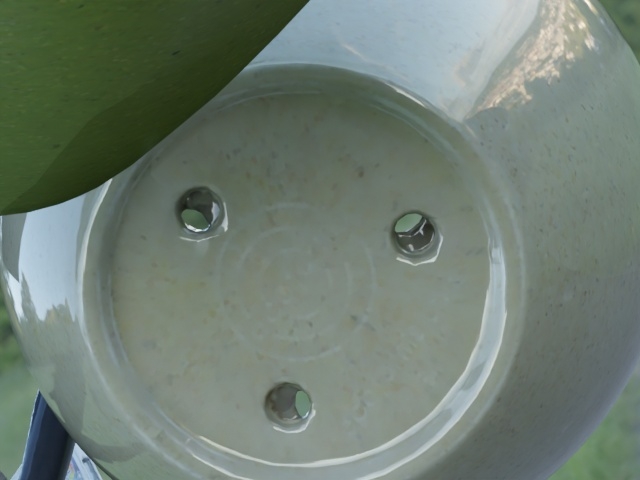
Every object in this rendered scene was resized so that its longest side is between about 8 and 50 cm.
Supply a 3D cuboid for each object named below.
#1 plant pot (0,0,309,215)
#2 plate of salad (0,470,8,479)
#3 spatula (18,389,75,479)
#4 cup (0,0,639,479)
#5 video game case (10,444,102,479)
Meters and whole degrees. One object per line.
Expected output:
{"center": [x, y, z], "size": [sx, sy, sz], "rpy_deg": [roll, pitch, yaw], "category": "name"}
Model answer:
{"center": [-0.081, -0.139, 0.431], "size": [0.275, 0.275, 0.293], "rpy_deg": [-44, -12, -30], "category": "plant pot"}
{"center": [-0.271, 0.142, 0.945], "size": [0.200, 0.048, 0.200], "rpy_deg": [-12, -22, -5], "category": "plate of salad"}
{"center": [-0.152, 0.156, 0.827], "size": [0.030, 0.084, 0.296], "rpy_deg": [-10, 40, 24], "category": "spatula"}
{"center": [0.000, 0.000, 0.750], "size": [0.331, 0.331, 0.237], "rpy_deg": [-41, 3, 7], "category": "cup"}
{"center": [-0.149, 0.180, 1.074], "size": [0.011, 0.122, 0.087], "rpy_deg": [-13, -27, -40], "category": "video game case"}
